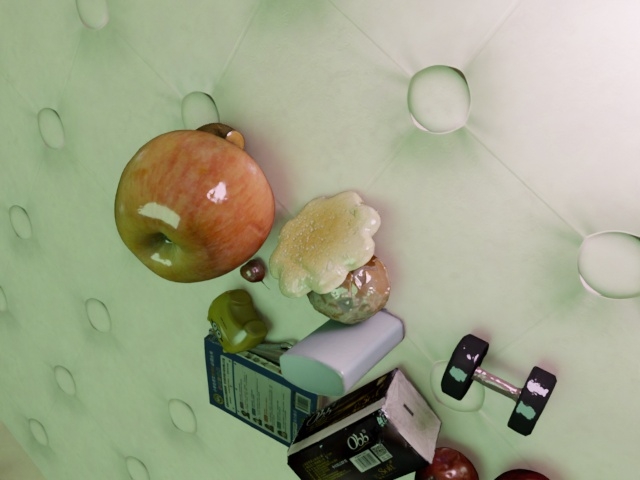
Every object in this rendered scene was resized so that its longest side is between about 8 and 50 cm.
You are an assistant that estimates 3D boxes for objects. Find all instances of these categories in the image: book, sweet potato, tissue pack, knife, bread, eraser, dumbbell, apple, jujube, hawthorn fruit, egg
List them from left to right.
[{"bbox_3d":[-0.320,-0.082,1.501,0.391,0.346,0.391,17,141,15],"label":"apple"},{"bbox_3d":[-0.325,-0.253,1.644,0.285,0.085,0.112,-18,102,38],"label":"sweet potato"},{"bbox_3d":[-0.250,0.243,1.750,0.127,0.123,0.178,-42,68,28],"label":"tissue pack"},{"bbox_3d":[-0.204,0.321,1.817,0.365,0.043,0.089,7,112,34],"label":"knife"},{"bbox_3d":[-0.183,0.104,1.702,0.103,0.067,0.067,50,127,5],"label":"hawthorn fruit"},{"bbox_3d":[-0.185,0.485,1.847,0.428,0.039,0.300,21,126,25],"label":"book"},{"bbox_3d":[0.000,0.000,1.420,0.316,0.316,0.054,-8,141,36],"label":"bread"},{"bbox_3d":[0.059,0.262,1.459,0.189,0.290,0.104,11,115,33],"label":"eraser"},{"bbox_3d":[0.061,0.107,1.460,0.233,0.195,0.195,18,118,42],"label":"egg"},{"bbox_3d":[0.112,0.520,1.555,0.370,0.198,0.210,-36,93,32],"label":"tissue pack"},{"bbox_3d":[0.320,0.645,1.520,0.168,0.168,0.236,15,119,29],"label":"jujube"},{"bbox_3d":[0.398,0.323,1.339,0.218,0.152,0.152,25,120,24],"label":"dumbbell"}]

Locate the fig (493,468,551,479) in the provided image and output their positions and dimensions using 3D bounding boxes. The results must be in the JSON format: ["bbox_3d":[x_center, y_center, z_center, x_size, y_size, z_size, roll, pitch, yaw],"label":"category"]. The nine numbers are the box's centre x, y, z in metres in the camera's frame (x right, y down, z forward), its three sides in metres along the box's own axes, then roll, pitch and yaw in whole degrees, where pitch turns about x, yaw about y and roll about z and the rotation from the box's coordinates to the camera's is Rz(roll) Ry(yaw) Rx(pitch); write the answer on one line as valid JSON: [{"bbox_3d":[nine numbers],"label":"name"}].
[{"bbox_3d":[0.503,0.663,1.406,0.249,0.204,0.186,40,170,-26],"label":"fig"}]
